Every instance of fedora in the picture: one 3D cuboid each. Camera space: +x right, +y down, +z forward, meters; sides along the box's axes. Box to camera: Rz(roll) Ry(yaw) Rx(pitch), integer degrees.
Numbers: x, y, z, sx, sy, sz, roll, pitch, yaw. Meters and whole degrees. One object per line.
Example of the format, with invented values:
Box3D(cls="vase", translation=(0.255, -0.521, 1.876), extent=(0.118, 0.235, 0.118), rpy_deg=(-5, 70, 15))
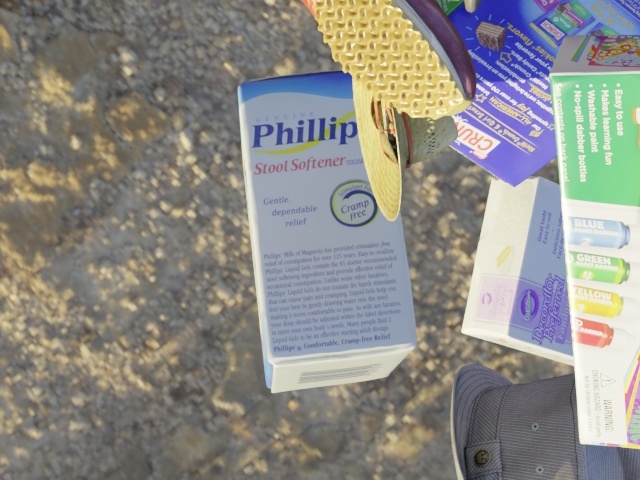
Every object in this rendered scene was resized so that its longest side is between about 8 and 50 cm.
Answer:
Box3D(cls="fedora", translation=(0.248, 0.230, 1.199), extent=(0.124, 0.275, 0.244), rpy_deg=(-31, 123, 31))

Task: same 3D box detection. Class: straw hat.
Box3D(cls="straw hat", translation=(0.069, -0.088, 0.874), extent=(0.061, 0.144, 0.144), rpy_deg=(-12, 131, -8))

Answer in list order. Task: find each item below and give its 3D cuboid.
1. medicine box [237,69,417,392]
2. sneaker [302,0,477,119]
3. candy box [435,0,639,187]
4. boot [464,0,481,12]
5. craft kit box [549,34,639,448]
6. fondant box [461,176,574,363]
Box3D(cls="medicine box", translation=(0.000, 0.000, 1.254), extent=(0.149, 0.289, 0.263), rpy_deg=(-6, 167, -4))
Box3D(cls="sneaker", translation=(0.024, -0.148, 0.600), extent=(0.185, 0.069, 0.084), rpy_deg=(46, 59, -9))
Box3D(cls="candy box", translation=(0.253, -0.246, 1.437), extent=(0.268, 0.122, 0.317), rpy_deg=(30, 129, -28))
Box3D(cls="boot", translation=(0.040, -0.275, 0.695), extent=(0.229, 0.263, 0.091), rpy_deg=(-52, 156, -6))
Box3D(cls="craft kit box", translation=(0.256, 0.011, 0.626), extent=(0.061, 0.247, 0.250), rpy_deg=(-61, 145, -53))
Box3D(cls="fondant box", translation=(0.373, 0.060, 1.784), extent=(0.330, 0.096, 0.238), rpy_deg=(18, 81, -39))
